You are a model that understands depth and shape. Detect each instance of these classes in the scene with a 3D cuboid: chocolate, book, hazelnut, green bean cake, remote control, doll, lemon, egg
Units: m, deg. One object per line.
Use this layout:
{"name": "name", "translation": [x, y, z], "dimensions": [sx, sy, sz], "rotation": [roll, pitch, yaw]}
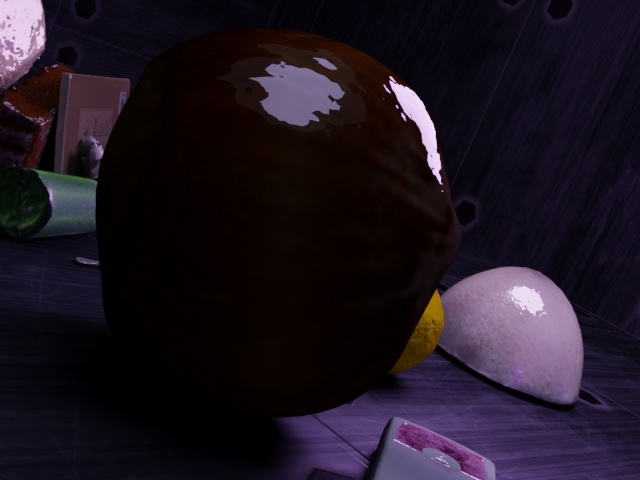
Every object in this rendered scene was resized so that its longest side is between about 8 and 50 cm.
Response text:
{"name": "chocolate", "translation": [-0.384, -0.055, 1.440], "dimensions": [0.110, 0.110, 0.291], "rotation": [26, 7, 14]}
{"name": "book", "translation": [-0.432, -0.206, 1.780], "dimensions": [0.021, 0.217, 0.310], "rotation": [8, 9, 7]}
{"name": "hazelnut", "translation": [-0.065, -0.024, 1.030], "dimensions": [0.402, 0.429, 0.402], "rotation": [12, -3, 1]}
{"name": "green bean cake", "translation": [-0.513, -0.215, 1.695], "dimensions": [0.097, 0.199, 0.233], "rotation": [21, 14, 2]}
{"name": "remote control", "translation": [0.113, 0.275, 0.968], "dimensions": [0.145, 0.050, 0.344], "rotation": [25, 10, 7]}
{"name": "doll", "translation": [-0.366, -0.113, 1.674], "dimensions": [0.149, 0.095, 0.192], "rotation": [22, 10, -37]}
{"name": "lemon", "translation": [0.098, 0.114, 1.414], "dimensions": [0.193, 0.180, 0.180], "rotation": [36, 0, -39]}
{"name": "egg", "translation": [0.368, 0.152, 1.774], "dimensions": [0.337, 0.201, 0.337], "rotation": [20, 10, -4]}

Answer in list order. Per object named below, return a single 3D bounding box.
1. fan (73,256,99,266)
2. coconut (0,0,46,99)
{"name": "fan", "translation": [-0.273, 0.047, 1.403], "dimensions": [0.220, 0.009, 0.132], "rotation": [15, 13, -43]}
{"name": "coconut", "translation": [-0.721, -0.397, 1.634], "dimensions": [0.404, 0.405, 0.404], "rotation": [23, 10, -4]}
